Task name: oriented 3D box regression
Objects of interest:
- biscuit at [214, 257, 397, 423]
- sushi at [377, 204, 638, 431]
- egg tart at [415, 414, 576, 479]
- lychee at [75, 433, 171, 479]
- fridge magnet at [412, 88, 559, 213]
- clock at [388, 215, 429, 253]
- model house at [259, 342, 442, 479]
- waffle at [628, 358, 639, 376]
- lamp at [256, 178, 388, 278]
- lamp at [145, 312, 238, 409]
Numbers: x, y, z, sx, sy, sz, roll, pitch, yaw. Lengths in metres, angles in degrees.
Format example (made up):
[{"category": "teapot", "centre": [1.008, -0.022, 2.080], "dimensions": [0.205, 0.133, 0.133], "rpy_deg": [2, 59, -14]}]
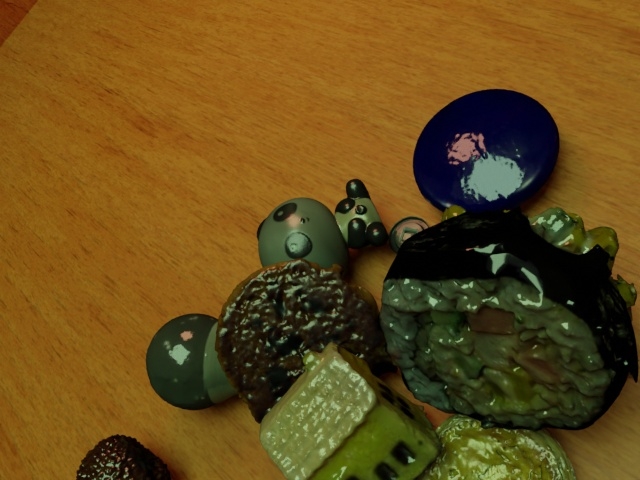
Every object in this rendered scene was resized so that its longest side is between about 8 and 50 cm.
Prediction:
[{"category": "biscuit", "centre": [-0.020, 0.193, 1.093], "dimensions": [0.290, 0.081, 0.334], "rpy_deg": [-27, 89, 3]}, {"category": "sushi", "centre": [0.270, 0.074, 0.897], "dimensions": [0.328, 0.328, 0.285], "rpy_deg": [-9, 32, 43]}, {"category": "egg tart", "centre": [0.254, 0.363, 0.920], "dimensions": [0.234, 0.094, 0.234], "rpy_deg": [-13, 58, 21]}, {"category": "lychee", "centre": [-0.374, 0.461, 1.169], "dimensions": [0.188, 0.188, 0.188], "rpy_deg": [-13, 60, 23]}, {"category": "fridge magnet", "centre": [0.298, -0.158, 1.150], "dimensions": [0.266, 0.113, 0.265], "rpy_deg": [-12, 60, 22]}, {"category": "clock", "centre": [0.171, -0.006, 1.201], "dimensions": [0.085, 0.017, 0.085], "rpy_deg": [-13, 60, 23]}, {"category": "model house", "centre": [0.033, 0.285, 0.967], "dimensions": [0.234, 0.175, 0.193], "rpy_deg": [40, 98, -2]}, {"category": "waffle", "centre": [0.437, 0.175, 0.954], "dimensions": [0.075, 0.029, 0.083], "rpy_deg": [-28, 52, 11]}, {"category": "lamp", "centre": [0.000, 0.000, 1.199], "dimensions": [0.244, 0.197, 0.197], "rpy_deg": [-26, 55, 5]}, {"category": "lamp", "centre": [-0.177, 0.249, 1.197], "dimensions": [0.314, 0.182, 0.181], "rpy_deg": [16, 73, 7]}]
